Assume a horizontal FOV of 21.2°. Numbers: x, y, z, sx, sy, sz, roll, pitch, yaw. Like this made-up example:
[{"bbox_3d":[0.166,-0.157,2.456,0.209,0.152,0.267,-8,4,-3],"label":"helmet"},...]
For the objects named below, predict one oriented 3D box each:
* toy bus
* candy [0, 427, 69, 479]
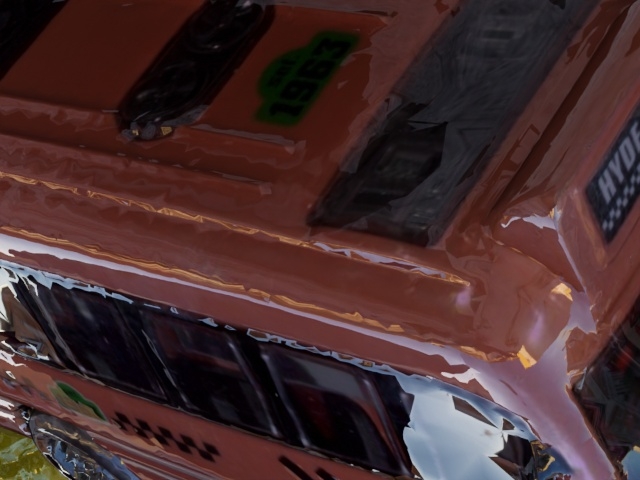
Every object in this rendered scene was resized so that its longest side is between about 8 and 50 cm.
[{"bbox_3d":[0.000,0.000,0.694,0.427,0.203,0.233,12,146,39],"label":"toy bus"},{"bbox_3d":[-0.217,0.148,1.106,0.094,0.199,0.106,34,135,37],"label":"candy"}]
